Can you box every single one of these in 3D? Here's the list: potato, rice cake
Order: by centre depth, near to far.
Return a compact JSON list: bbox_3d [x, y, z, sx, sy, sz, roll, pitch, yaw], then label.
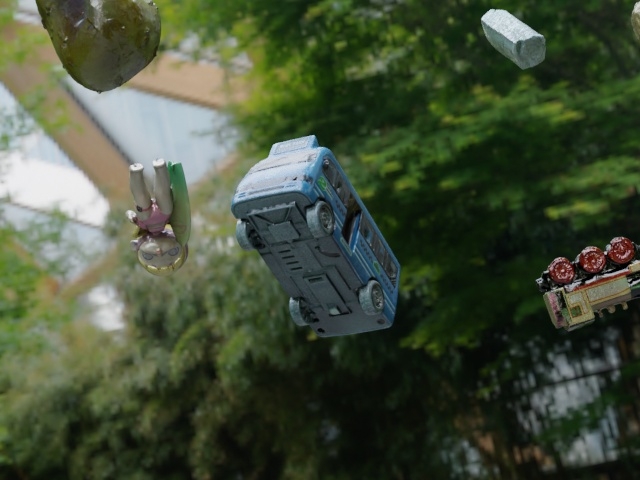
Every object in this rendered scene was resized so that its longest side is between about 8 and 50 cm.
[{"bbox_3d":[-0.423,-0.427,2.355,0.210,0.307,0.173,-34,-12,11],"label":"potato"},{"bbox_3d":[0.381,-0.398,2.488,0.063,0.069,0.206,-26,32,-3],"label":"rice cake"}]

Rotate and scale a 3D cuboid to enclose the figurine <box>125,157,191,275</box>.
[{"bbox_3d":[-0.189,-0.030,1.465,0.083,0.083,0.187,-12,-41,-6],"label":"figurine"}]

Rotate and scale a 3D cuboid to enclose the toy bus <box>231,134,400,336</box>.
[{"bbox_3d":[0.000,0.000,1.507,0.114,0.134,0.246,-11,-49,28],"label":"toy bus"}]

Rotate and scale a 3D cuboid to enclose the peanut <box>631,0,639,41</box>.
[{"bbox_3d":[0.546,-0.316,1.999,0.082,0.187,0.082,-4,-41,-3],"label":"peanut"}]

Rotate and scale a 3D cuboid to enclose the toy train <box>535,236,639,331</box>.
[{"bbox_3d":[0.330,0.051,1.496,0.138,0.087,0.050,-19,-9,0],"label":"toy train"}]
